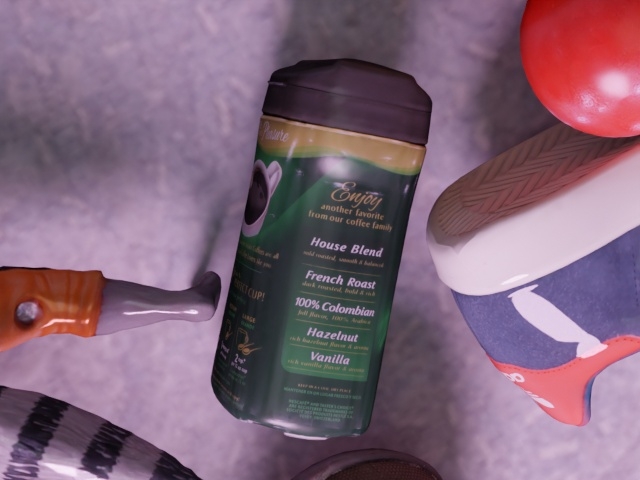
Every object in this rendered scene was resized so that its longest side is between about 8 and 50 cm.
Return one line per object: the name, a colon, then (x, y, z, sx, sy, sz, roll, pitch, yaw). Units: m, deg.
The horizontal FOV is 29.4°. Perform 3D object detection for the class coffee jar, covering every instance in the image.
coffee jar: (0.000, 0.000, 0.615, 0.079, 0.096, 0.184, 9, 96, -17)

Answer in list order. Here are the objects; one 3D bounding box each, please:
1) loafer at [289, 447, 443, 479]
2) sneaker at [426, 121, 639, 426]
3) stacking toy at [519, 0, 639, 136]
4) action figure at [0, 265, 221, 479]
loafer: (0.025, 0.287, 0.614, 0.134, 0.130, 0.366, 0, 101, -25)
sneaker: (0.233, -0.025, 0.618, 0.350, 0.131, 0.148, -26, 108, 2)
stacking toy: (0.073, -0.196, 0.545, 0.141, 0.141, 0.330, -32, 95, 1)
action figure: (-0.199, 0.009, 0.549, 0.330, 0.178, 0.341, 24, 92, -23)
